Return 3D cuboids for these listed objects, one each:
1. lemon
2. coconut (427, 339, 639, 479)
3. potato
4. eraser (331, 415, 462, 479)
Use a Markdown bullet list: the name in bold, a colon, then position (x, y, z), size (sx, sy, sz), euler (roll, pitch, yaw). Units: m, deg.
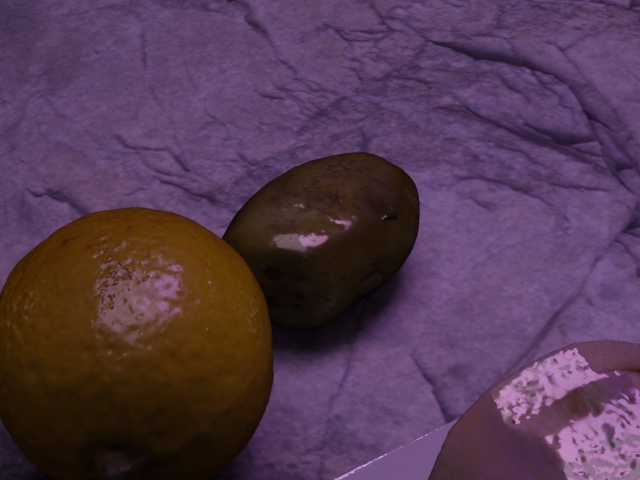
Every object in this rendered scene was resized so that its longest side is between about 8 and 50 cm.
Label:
- **lemon**: position (-0.173, 0.106, 1.574), size (0.293, 0.293, 0.293), euler (-3, 37, 2)
- **coconut**: position (0.232, 0.231, 1.341), size (0.297, 0.297, 0.309), euler (-18, 44, -17)
- **potato**: position (0.001, 0.000, 1.790), size (0.197, 0.148, 0.228), euler (-15, 26, 24)
- **eraser**: position (0.062, 0.246, 1.516), size (0.298, 0.078, 0.076), euler (-24, 41, -23)
